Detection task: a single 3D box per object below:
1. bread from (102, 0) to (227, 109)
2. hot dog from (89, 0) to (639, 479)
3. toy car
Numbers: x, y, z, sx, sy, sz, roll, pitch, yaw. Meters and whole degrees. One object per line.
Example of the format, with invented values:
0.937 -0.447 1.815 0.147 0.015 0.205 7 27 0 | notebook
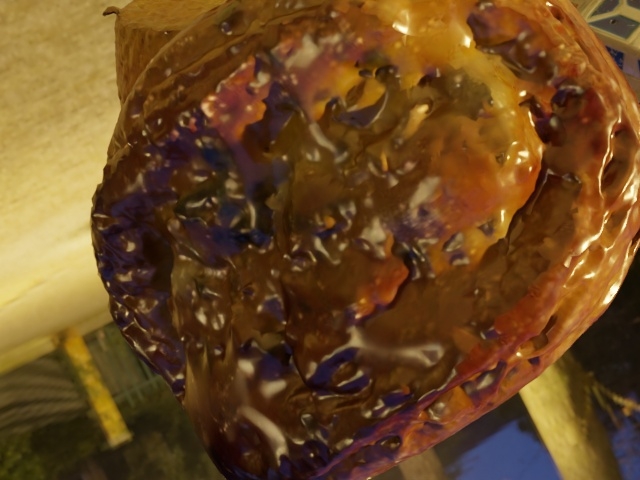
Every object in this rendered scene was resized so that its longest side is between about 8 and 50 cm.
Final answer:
-0.036 -0.193 1.249 0.398 0.215 0.398 -9 -155 4 | bread
0.000 0.000 0.656 0.387 0.267 0.174 -36 170 38 | hot dog
0.205 -0.123 0.732 0.080 0.170 0.070 -46 149 -20 | toy car
